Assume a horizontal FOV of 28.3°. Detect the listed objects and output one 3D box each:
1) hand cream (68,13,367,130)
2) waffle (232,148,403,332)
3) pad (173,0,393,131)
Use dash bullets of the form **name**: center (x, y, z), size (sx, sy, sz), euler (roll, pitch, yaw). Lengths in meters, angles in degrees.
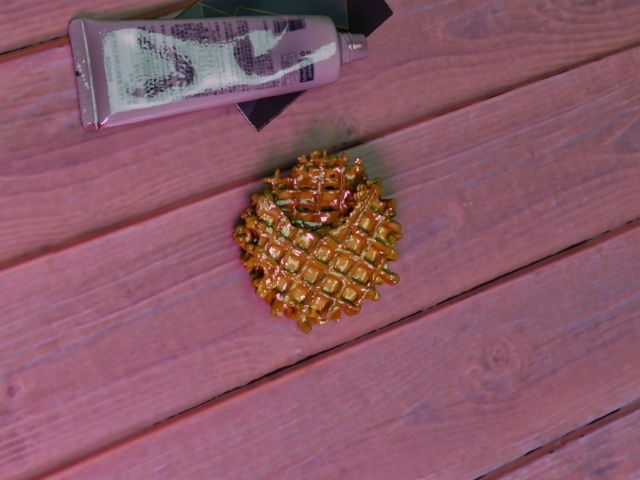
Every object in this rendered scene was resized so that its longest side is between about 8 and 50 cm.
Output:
- **hand cream**: center (-0.109, -0.204, 1.447), size (0.341, 0.078, 0.124), euler (-8, 92, -15)
- **waffle**: center (0.000, 0.000, 1.458), size (0.193, 0.070, 0.197), euler (-34, 109, -9)
- **pad**: center (-0.039, -0.265, 1.509), size (0.243, 0.004, 0.163), euler (-43, 104, -19)
